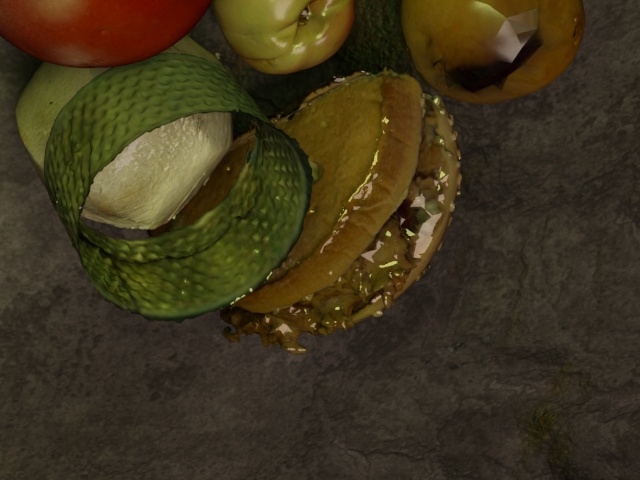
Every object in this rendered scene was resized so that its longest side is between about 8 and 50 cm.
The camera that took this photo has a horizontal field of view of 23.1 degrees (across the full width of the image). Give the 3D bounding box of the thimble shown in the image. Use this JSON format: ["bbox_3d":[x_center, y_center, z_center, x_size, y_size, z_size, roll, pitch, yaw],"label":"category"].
[{"bbox_3d":[-0.157,-0.061,1.714,0.270,0.150,0.271,-15,130,-19],"label":"thimble"}]

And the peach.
[{"bbox_3d":[-0.047,-0.290,1.862,0.184,0.184,0.184,-14,136,-14],"label":"peach"}]

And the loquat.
[{"bbox_3d":[0.210,-0.281,1.958,0.235,0.235,0.235,-14,136,-14],"label":"loquat"}]

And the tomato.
[{"bbox_3d":[-0.246,-0.337,1.622,0.321,0.321,0.322,-14,136,-14],"label":"tomato"}]

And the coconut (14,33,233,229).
[{"bbox_3d":[-0.236,-0.132,1.879,0.245,0.245,0.247,18,121,-38],"label":"coconut"}]

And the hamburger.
[{"bbox_3d":[0.000,0.000,2.041,0.445,0.287,0.268,-27,148,30],"label":"hamburger"}]
